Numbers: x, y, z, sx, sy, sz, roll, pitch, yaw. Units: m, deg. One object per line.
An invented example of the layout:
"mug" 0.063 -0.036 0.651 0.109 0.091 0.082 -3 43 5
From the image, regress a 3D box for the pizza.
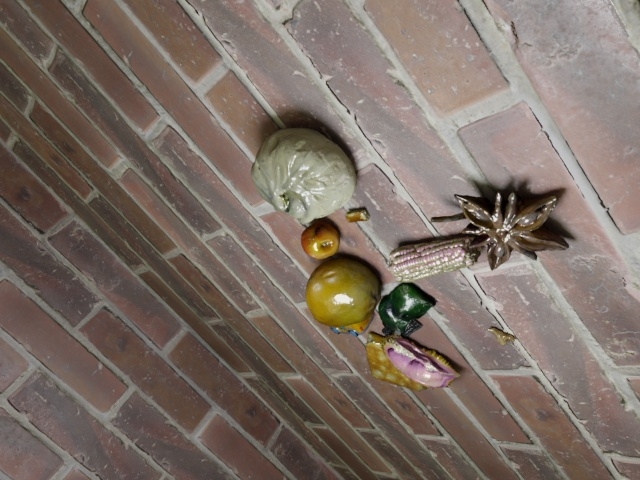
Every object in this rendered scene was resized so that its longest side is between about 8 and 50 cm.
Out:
"pizza" 0.335 0.531 2.311 0.268 0.087 0.258 13 135 30

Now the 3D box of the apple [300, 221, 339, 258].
"apple" 0.000 0.000 1.941 0.146 0.146 0.146 24 143 19

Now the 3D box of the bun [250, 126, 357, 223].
"bun" -0.071 -0.197 1.722 0.359 0.211 0.360 23 142 19

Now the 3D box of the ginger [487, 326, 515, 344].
"ginger" 0.638 0.340 1.870 0.097 0.030 0.048 23 115 16

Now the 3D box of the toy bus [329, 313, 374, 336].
"toy bus" 0.105 0.311 2.217 0.209 0.126 0.136 -3 133 47

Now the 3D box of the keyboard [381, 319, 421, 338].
"keyboard" 0.331 0.365 2.175 0.093 0.025 0.230 39 146 3

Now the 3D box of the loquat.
"loquat" 0.084 0.208 2.019 0.284 0.276 0.276 10 137 30

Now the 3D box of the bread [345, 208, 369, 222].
"bread" 0.128 -0.085 1.828 0.083 0.036 0.047 -5 136 43

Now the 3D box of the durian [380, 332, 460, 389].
"durian" 0.398 0.492 2.178 0.341 0.112 0.191 27 146 9

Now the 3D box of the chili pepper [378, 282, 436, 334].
"chili pepper" 0.297 0.265 2.009 0.148 0.116 0.264 43 145 -2

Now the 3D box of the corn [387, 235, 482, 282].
"corn" 0.367 0.060 1.720 0.335 0.126 0.126 -14 121 44

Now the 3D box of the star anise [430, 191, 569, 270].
"star anise" 0.508 -0.045 1.479 0.349 0.109 0.292 -27 104 41
